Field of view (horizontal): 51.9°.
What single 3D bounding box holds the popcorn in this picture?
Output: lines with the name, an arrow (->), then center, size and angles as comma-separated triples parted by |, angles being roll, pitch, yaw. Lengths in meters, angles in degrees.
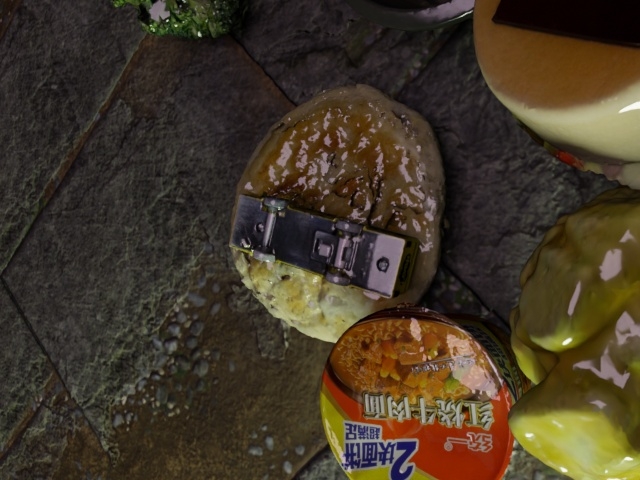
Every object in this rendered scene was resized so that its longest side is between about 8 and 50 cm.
popcorn -> 0.336, 0.089, 0.561 | 0.334, 0.293, 0.292 | 26, 147, 20

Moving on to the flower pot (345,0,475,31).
flower pot -> 0.150, -0.343, 0.719 | 0.269, 0.166, 0.269 | -2, 86, 32

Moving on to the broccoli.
broccoli -> -0.216, -0.390, 0.937 | 0.198, 0.176, 0.226 | -37, 57, 31

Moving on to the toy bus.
toy bus -> 0.000, 0.000, 0.772 | 0.226, 0.074, 0.081 | 15, 99, 29

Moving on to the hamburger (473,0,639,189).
hamburger -> 0.257, -0.192, 0.500 | 0.302, 0.170, 0.302 | -28, 56, 53

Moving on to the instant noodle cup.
instant noodle cup -> 0.131, 0.168, 0.722 | 0.213, 0.174, 0.213 | 1, 92, 31

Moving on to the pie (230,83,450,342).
pie -> 0.020, -0.034, 0.846 | 0.339, 0.077, 0.339 | 0, 90, 32
